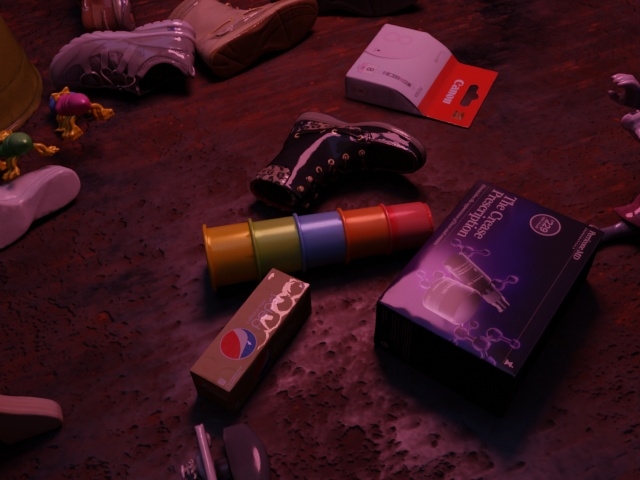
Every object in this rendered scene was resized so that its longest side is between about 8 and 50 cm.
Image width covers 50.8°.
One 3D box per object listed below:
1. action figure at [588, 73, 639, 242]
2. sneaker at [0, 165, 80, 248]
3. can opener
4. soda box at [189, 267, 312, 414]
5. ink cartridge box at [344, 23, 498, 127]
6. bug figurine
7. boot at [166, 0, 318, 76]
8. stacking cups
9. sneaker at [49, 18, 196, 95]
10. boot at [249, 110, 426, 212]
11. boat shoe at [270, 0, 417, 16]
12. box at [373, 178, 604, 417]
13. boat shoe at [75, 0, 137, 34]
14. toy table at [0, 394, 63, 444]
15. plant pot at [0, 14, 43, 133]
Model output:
[{"bbox_3d":[0.485,-0.061,0.857,0.275,0.248,0.370,2,51,4],"label":"action figure"},{"bbox_3d":[-0.479,-0.054,1.029,0.094,0.080,0.212,25,46,38],"label":"sneaker"},{"bbox_3d":[-0.079,0.304,0.673,0.093,0.074,0.280,-13,49,-9],"label":"can opener"},{"bbox_3d":[-0.082,0.122,0.848,0.061,0.058,0.181,23,54,22],"label":"soda box"},{"bbox_3d":[0.186,-0.305,1.223,0.232,0.066,0.189,16,50,22],"label":"ink cartridge box"},{"bbox_3d":[-0.471,-0.183,1.104,0.216,0.072,0.279,5,40,45],"label":"bug figurine"},{"bbox_3d":[-0.156,-0.441,1.338,0.262,0.095,0.203,-36,54,-18],"label":"boot"},{"bbox_3d":[0.000,0.000,0.930,0.316,0.096,0.096,-9,48,-5],"label":"stacking cups"},{"bbox_3d":[-0.360,-0.315,1.227,0.281,0.105,0.115,-15,75,6],"label":"sneaker"},{"bbox_3d":[0.024,-0.107,1.033,0.236,0.085,0.179,18,53,26],"label":"boot"},{"bbox_3d":[0.054,-0.539,1.402,0.320,0.118,0.103,-2,52,11],"label":"boat shoe"},{"bbox_3d":[0.216,0.061,0.861,0.184,0.103,0.261,29,55,23],"label":"box"},{"bbox_3d":[-0.470,-0.541,1.430,0.116,0.123,0.324,-15,47,-8],"label":"boat shoe"},{"bbox_3d":[-0.432,0.195,0.733,0.252,0.161,0.274,-9,49,-5],"label":"toy table"},{"bbox_3d":[-0.712,-0.367,1.127,0.366,0.353,0.367,-2,48,2],"label":"plant pot"}]
